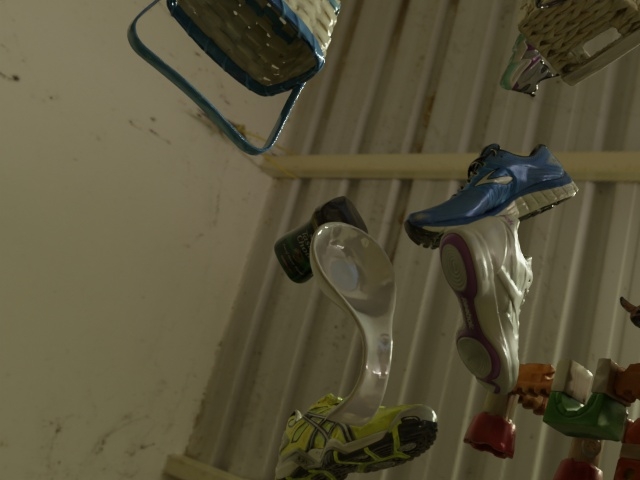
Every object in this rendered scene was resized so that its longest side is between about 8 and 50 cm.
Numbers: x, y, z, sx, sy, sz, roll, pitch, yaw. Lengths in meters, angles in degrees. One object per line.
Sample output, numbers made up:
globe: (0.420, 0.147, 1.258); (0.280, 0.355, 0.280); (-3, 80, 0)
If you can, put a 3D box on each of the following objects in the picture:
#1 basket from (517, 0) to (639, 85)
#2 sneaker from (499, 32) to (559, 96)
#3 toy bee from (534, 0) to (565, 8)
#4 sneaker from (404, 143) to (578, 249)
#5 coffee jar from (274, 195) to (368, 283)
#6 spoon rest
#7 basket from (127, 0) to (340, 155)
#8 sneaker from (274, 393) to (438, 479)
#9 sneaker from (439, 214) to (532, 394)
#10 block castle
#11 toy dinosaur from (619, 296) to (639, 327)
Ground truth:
basket: (0.291, -0.277, 0.735); (0.113, 0.103, 0.167); (-34, -150, 49)
sneaker: (0.282, -0.234, 0.869); (0.069, 0.038, 0.098); (22, -87, 3)
toy bee: (0.222, -0.298, 0.423); (0.298, 0.195, 0.162); (-20, -94, 44)
sneaker: (0.294, -0.086, 1.216); (0.330, 0.130, 0.147); (-20, -101, -15)
coffee jar: (0.000, 0.000, 1.143); (0.184, 0.079, 0.096); (-38, -100, 49)
spoon rest: (0.048, 0.090, 0.856); (0.084, 0.137, 0.276); (-41, -140, 44)
basket: (-0.113, -0.302, 0.995); (0.201, 0.255, 0.289); (-16, -143, 48)
sneaker: (0.043, 0.338, 1.192); (0.384, 0.145, 0.147); (-31, -130, 40)
sneaker: (0.284, 0.103, 1.041); (0.152, 0.305, 0.114); (-24, -155, -24)
block castle: (0.469, 0.333, 1.012); (0.453, 0.303, 0.213); (-21, -138, 62)
toy dinosaur: (0.522, 0.076, 0.865); (0.200, 0.295, 0.127); (2, -102, 38)
